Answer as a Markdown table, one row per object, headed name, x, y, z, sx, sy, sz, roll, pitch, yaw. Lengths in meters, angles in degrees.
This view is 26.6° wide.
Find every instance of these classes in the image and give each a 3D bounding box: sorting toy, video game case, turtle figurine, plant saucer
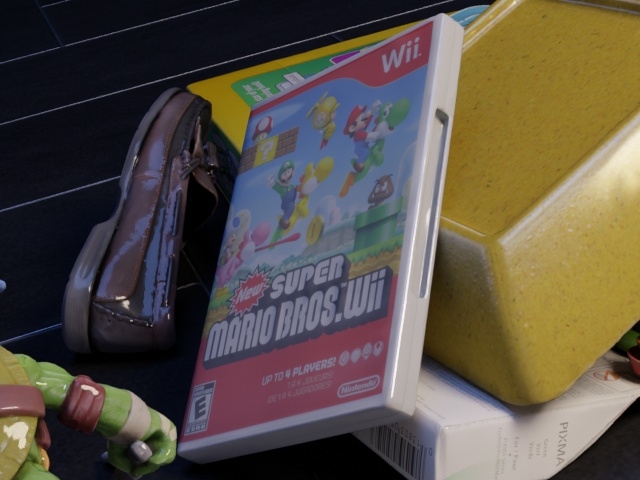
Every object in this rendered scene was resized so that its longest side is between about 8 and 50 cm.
| name | x | y | z | sx | sy | sz | roll | pitch | yaw |
| --- | --- | --- | --- | --- | --- | --- | --- | --- | --- |
| sorting toy | 0.230 | 0.060 | 0.890 | 0.061 | 0.042 | 0.102 | 4 | 14 | 2 |
| video game case | 0.000 | 0.000 | 0.907 | 0.204 | 0.025 | 0.285 | -20 | 49 | 44 |
| turtle figurine | -0.173 | 0.176 | 0.781 | 0.198 | 0.275 | 0.266 | 1 | 37 | -28 |
| plant saucer | 0.147 | -0.072 | 0.938 | 0.333 | 0.081 | 0.333 | -41 | 31 | -13 |

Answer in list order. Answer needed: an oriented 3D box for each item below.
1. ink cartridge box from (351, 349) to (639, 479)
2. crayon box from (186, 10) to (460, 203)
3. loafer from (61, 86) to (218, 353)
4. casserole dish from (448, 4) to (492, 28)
| name | x | y | z | sx | sy | sz | roll | pitch | yaw |
| --- | --- | --- | --- | --- | --- | --- | --- | --- | --- |
| ink cartridge box | 0.122 | 0.098 | 0.905 | 0.224 | 0.056 | 0.181 | -3 | 17 | -29 |
| crayon box | 0.066 | -0.098 | 1.278 | 0.313 | 0.106 | 0.363 | -18 | 25 | -10 |
| loafer | -0.131 | -0.015 | 1.170 | 0.095 | 0.109 | 0.302 | 10 | 45 | 8 |
| casserole dish | 0.166 | -0.182 | 1.235 | 0.114 | 0.037 | 0.188 | -30 | 29 | -33 |
